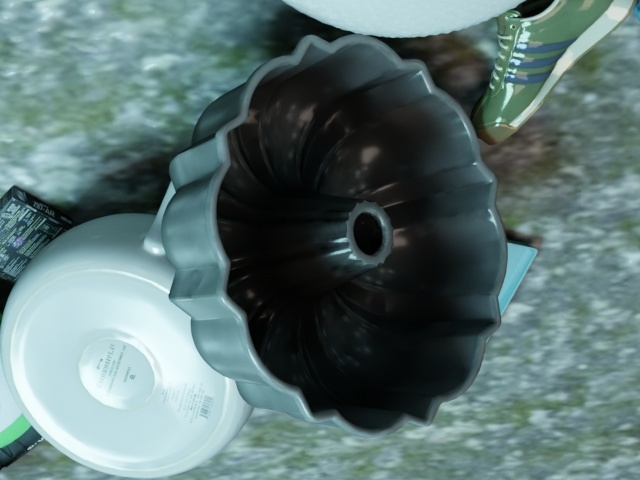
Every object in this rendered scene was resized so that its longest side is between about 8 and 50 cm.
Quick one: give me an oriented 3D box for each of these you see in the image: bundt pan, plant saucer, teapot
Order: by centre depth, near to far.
[{"bbox_3d":[0.000,0.000,1.505,0.331,0.330,0.124,37,151,-32],"label":"bundt pan"},{"bbox_3d":[-0.150,0.070,1.622,0.256,0.187,0.252,-22,108,25],"label":"teapot"},{"bbox_3d":[0.142,0.068,1.772,0.067,0.018,0.192,12,128,-18],"label":"plant saucer"}]

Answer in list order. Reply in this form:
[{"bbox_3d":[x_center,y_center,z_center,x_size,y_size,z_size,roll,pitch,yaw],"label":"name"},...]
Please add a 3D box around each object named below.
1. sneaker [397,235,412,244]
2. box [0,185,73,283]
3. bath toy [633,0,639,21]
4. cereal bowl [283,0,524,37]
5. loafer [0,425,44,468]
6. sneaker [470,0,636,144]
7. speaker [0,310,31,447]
[{"bbox_3d":[0.044,0.002,1.666,0.234,0.078,0.106,23,120,-30],"label":"sneaker"},{"bbox_3d":[-0.274,-0.003,1.645,0.067,0.018,0.083,30,120,-29],"label":"box"},{"bbox_3d":[0.416,-0.252,1.476,0.151,0.129,0.348,29,119,-28],"label":"bath toy"},{"bbox_3d":[0.078,-0.289,1.384,0.339,0.141,0.339,-5,131,-5],"label":"cereal bowl"},{"bbox_3d":[-0.320,0.196,1.766,0.223,0.078,0.076,-28,129,14],"label":"loafer"},{"bbox_3d":[0.175,-0.173,1.551,0.086,0.064,0.192,33,118,-22],"label":"sneaker"},{"bbox_3d":[-0.369,0.064,1.614,0.131,0.131,0.296,-29,130,15],"label":"speaker"}]
